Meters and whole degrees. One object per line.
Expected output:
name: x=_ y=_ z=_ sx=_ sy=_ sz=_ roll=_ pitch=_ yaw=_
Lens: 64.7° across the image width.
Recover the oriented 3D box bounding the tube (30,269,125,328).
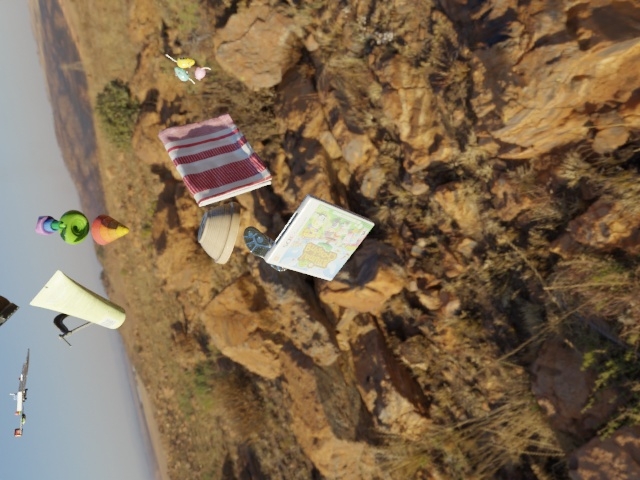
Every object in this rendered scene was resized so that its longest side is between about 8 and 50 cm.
tube: x=-0.564 y=0.148 z=1.201 sx=0.240 sy=0.062 sz=0.070 roll=52 pitch=-149 yaw=-60

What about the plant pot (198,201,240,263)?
plant pot: x=-0.383 y=-0.037 z=1.865 sx=0.237 sy=0.110 sz=0.237 roll=-166 pitch=90 yaw=-69

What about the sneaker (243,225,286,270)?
sneaker: x=-0.194 y=0.031 z=1.823 sx=0.211 sy=0.080 sz=0.081 roll=45 pitch=-172 yaw=4

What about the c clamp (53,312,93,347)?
c clamp: x=-0.788 y=0.271 z=1.646 sx=0.137 sy=0.161 sz=0.022 roll=31 pitch=126 yaw=18

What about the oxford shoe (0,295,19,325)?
oxford shoe: x=-0.839 y=0.201 z=1.210 sx=0.096 sy=0.083 sz=0.227 roll=46 pitch=-163 yaw=-15

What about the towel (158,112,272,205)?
towel: x=-0.318 y=-0.254 z=1.515 sx=0.329 sy=0.237 sz=0.037 roll=55 pitch=155 yaw=30

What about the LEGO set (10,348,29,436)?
LEGO set: x=-0.917 y=0.475 z=1.526 sx=0.182 sy=0.060 sz=0.244 roll=-120 pitch=42 yaw=-51

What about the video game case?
video game case: x=0.000 y=0.000 z=1.214 sx=0.193 sy=0.212 sz=0.023 roll=-54 pitch=42 yaw=20

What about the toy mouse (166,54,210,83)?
toy mouse: x=-0.493 y=-0.630 z=1.909 sx=0.143 sy=0.161 sz=0.031 roll=102 pitch=174 yaw=-66

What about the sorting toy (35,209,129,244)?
sorting toy: x=-0.844 y=-0.046 z=1.851 sx=0.126 sy=0.365 sz=0.127 roll=2 pitch=88 yaw=21
